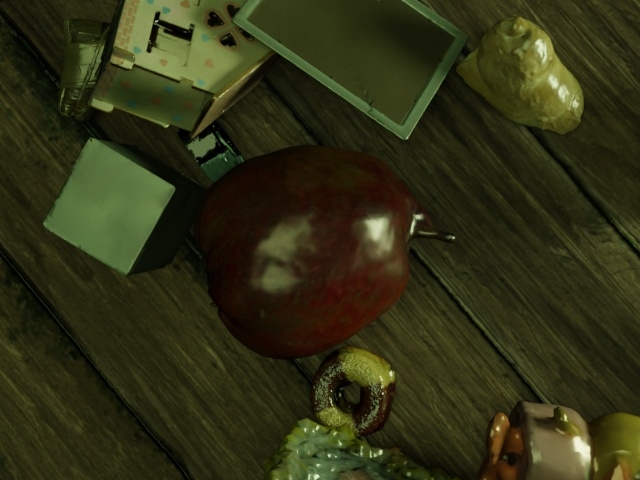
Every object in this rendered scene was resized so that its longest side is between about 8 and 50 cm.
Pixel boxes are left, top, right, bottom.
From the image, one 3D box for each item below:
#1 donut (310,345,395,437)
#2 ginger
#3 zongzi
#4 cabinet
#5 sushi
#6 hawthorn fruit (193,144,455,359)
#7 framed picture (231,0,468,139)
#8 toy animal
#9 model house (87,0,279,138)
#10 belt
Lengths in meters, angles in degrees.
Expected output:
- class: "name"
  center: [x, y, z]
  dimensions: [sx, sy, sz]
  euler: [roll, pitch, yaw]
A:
- class: "donut"
  center: [0.047, 0.230, 1.742]
  dimensions: [0.140, 0.059, 0.140]
  euler: [0, 90, 12]
- class: "ginger"
  center: [0.308, -0.240, 1.661]
  dimensions: [0.193, 0.122, 0.115]
  euler: [36, 77, 1]
- class: "zongzi"
  center: [-0.311, -0.253, 1.777]
  dimensions: [0.176, 0.078, 0.160]
  euler: [8, 99, 0]
- class: "cabinet"
  center: [-0.279, -0.048, 1.706]
  dimensions: [0.145, 0.206, 0.150]
  euler: [30, 96, 7]
- class: "sushi"
  center: [0.065, 0.455, 1.582]
  dimensions: [0.396, 0.351, 0.240]
  euler: [26, 111, 7]
- class: "hawthorn fruit"
  center: [-0.023, 0.001, 1.631]
  dimensions: [0.325, 0.308, 0.308]
  euler: [-42, 85, -2]
- class: "framed picture"
  center: [0.046, -0.299, 1.663]
  dimensions: [0.296, 0.019, 0.232]
  euler: [35, 59, -3]
- class: "toy animal"
  center: [0.370, 0.312, 1.644]
  dimensions: [0.281, 0.169, 0.195]
  euler: [10, 125, 9]
- class: "model house"
  center: [-0.179, -0.302, 1.677]
  dimensions: [0.244, 0.169, 0.326]
  euler: [16, 61, -15]
- class: "belt"
  center: [-0.161, -0.141, 1.738]
  dimensions: [0.058, 0.105, 0.140]
  euler: [-33, 97, 8]
